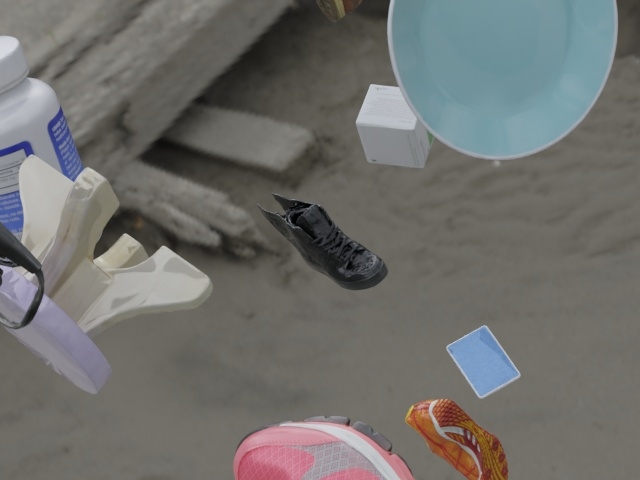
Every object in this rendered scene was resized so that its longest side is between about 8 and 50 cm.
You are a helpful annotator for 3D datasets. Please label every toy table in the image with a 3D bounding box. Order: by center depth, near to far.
[{"bbox_3d":[-0.258,0.038,1.539,0.252,0.274,0.161,37,75,4],"label":"toy table"}]

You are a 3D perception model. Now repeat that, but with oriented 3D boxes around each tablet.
[{"bbox_3d":[0.183,0.136,1.645,0.054,0.006,0.083,-29,50,-4],"label":"tablet"}]

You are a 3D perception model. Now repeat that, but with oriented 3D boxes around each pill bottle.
[{"bbox_3d":[-0.378,-0.105,1.793,0.152,0.272,0.152,-12,28,7],"label":"pill bottle"}]

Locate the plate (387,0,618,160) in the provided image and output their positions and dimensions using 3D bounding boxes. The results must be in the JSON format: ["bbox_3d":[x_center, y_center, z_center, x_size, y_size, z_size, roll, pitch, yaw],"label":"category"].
[{"bbox_3d":[0.130,-0.152,1.056,0.188,0.188,0.024,-37,21,-12],"label":"plate"}]

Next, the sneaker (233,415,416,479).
[{"bbox_3d":[0.031,0.235,1.090,0.314,0.116,0.136,28,35,34],"label":"sneaker"}]

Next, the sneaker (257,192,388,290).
[{"bbox_3d":[0.002,-0.002,1.690,0.051,0.089,0.170,-43,35,-20],"label":"sneaker"}]

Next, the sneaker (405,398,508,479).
[{"bbox_3d":[0.174,0.255,1.820,0.067,0.175,0.064,-12,36,48],"label":"sneaker"}]

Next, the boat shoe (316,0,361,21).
[{"bbox_3d":[0.017,-0.363,1.859,0.060,0.178,0.064,-31,48,-15],"label":"boat shoe"}]

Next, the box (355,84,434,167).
[{"bbox_3d":[0.122,-0.183,2.338,0.102,0.101,0.087,8,56,21],"label":"box"}]

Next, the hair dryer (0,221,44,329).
[{"bbox_3d":[-0.324,-0.066,1.120,0.223,0.293,0.080,3,37,1],"label":"hair dryer"}]
